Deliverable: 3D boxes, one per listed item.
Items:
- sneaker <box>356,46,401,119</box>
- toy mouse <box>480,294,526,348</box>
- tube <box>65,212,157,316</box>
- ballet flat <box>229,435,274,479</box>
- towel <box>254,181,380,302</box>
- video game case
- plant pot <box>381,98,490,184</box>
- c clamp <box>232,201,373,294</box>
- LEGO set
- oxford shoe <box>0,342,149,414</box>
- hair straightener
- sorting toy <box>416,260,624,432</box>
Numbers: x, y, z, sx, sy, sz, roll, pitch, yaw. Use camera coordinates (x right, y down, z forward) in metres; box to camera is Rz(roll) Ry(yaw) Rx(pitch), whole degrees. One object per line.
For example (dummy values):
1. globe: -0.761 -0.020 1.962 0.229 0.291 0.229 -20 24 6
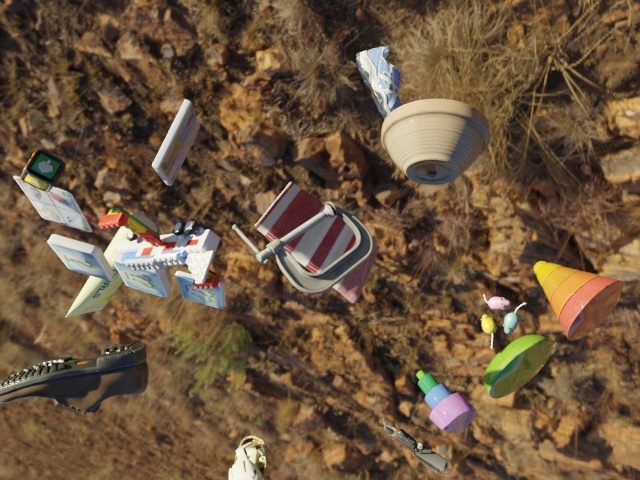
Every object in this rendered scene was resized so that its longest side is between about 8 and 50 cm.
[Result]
1. sneaker: 0.160 -0.362 1.197 0.081 0.080 0.211 -25 92 3
2. toy mouse: 0.526 0.211 1.464 0.143 0.161 0.031 -34 139 31
3. tube: -0.405 0.057 0.990 0.070 0.062 0.240 29 107 -32
4. ballet flat: -0.105 0.339 0.723 0.067 0.073 0.206 63 173 -2
5. towel: 0.000 0.000 1.382 0.329 0.237 0.037 37 131 -5
6. video game case: -0.415 -0.278 1.466 0.023 0.212 0.193 23 170 -2
7. plant pot: 0.250 -0.197 1.114 0.237 0.109 0.237 7 159 3
8. c clamp: -0.011 -0.002 0.666 0.137 0.161 0.022 53 151 14
9. LEGO set: -0.179 0.016 0.456 0.183 0.060 0.244 17 153 -2
10. oxford shoe: -0.379 0.226 0.769 0.227 0.083 0.096 -8 96 -7
11. hair straightener: 0.285 0.608 1.516 0.230 0.047 0.089 37 146 13
12. sorting toy: 0.303 0.153 0.820 0.126 0.366 0.127 51 178 42
